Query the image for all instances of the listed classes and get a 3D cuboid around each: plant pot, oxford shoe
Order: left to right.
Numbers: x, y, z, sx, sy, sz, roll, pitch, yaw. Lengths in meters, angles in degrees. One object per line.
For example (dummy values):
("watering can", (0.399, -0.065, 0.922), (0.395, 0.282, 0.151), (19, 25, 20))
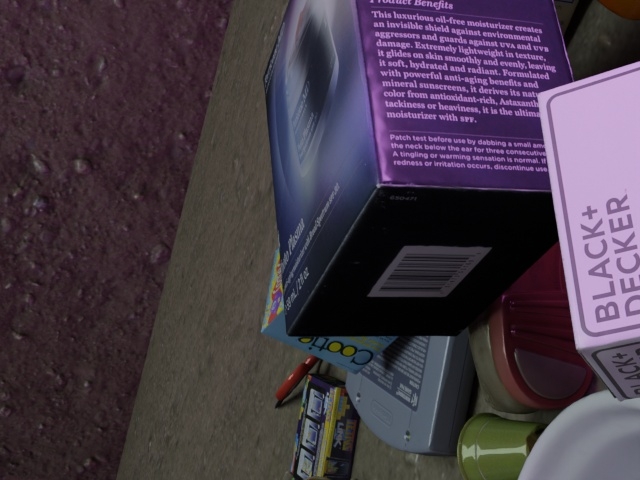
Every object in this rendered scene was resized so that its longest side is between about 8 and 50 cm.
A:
("oxford shoe", (0.181, 0.001, 0.943), (0.130, 0.123, 0.348), (136, 140, -64))
("plant pot", (0.188, 0.203, 0.904), (0.079, 0.083, 0.083), (-22, 59, 54))

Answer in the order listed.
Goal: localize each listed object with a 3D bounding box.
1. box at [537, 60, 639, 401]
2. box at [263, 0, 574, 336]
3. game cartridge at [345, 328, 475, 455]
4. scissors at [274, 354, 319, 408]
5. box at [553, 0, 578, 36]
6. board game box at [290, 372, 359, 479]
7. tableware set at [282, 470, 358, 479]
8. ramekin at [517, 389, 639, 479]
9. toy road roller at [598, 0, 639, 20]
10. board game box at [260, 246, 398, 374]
("box", (0.270, -0.031, 0.481), (0.290, 0.087, 0.169), (-15, 58, 26))
("box", (0.067, -0.101, 0.819), (0.296, 0.183, 0.293), (119, 149, -60))
("game cartridge", (0.110, 0.156, 1.190), (0.294, 0.060, 0.196), (-159, 83, -72))
("scissors", (-0.064, 0.261, 1.616), (0.109, 0.021, 0.297), (-45, -6, -37))
("box", (0.189, -0.301, 1.042), (0.213, 0.117, 0.242), (-102, 23, -49))
("board game box", (0.007, 0.296, 1.433), (0.141, 0.048, 0.170), (-175, 95, -70))
("tableware set", (-0.015, 0.399, 1.352), (0.039, 0.128, 0.194), (-65, -2, -55))
("ramekin", (0.242, 0.238, 0.603), (0.277, 0.135, 0.277), (-173, 90, -71))
("toy road roller", (0.274, -0.374, 0.815), (0.329, 0.241, 0.202), (50, 140, 17))
("board game box", (0.063, 0.013, 1.119), (0.275, 0.144, 0.142), (-47, 25, 40))
